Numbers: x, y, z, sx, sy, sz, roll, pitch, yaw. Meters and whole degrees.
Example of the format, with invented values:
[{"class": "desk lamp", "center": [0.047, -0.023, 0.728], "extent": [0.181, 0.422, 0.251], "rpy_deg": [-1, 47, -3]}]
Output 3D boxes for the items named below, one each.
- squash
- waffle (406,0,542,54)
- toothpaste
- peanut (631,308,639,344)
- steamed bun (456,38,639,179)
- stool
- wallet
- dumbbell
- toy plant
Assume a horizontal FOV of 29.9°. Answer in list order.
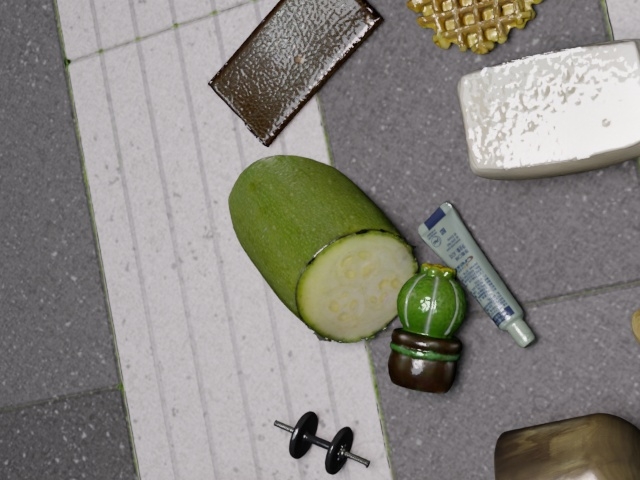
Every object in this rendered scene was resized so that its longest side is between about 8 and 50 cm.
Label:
[{"class": "squash", "center": [0.000, 0.000, 1.642], "extent": [0.189, 0.189, 0.260], "rpy_deg": [-58, 34, 13]}, {"class": "waffle", "center": [0.200, -0.329, 1.549], "extent": [0.191, 0.038, 0.191], "rpy_deg": [0, 89, 23]}, {"class": "toothpaste", "center": [0.205, 0.048, 1.542], "extent": [0.062, 0.037, 0.216], "rpy_deg": [-44, 69, 21]}, {"class": "peanut", "center": [0.477, 0.098, 1.388], "extent": [0.230, 0.098, 0.103], "rpy_deg": [9, 66, 27]}, {"class": "steamed bun", "center": [0.295, -0.153, 1.434], "extent": [0.242, 0.164, 0.146], "rpy_deg": [-9, 87, 22]}, {"class": "stool", "center": [0.354, 0.284, 1.393], "extent": [0.264, 0.179, 0.179], "rpy_deg": [-17, 82, 24]}, {"class": "wallet", "center": [-0.036, -0.260, 1.655], "extent": [0.133, 0.039, 0.243], "rpy_deg": [46, 106, 11]}, {"class": "dumbbell", "center": [0.001, 0.272, 1.610], "extent": [0.147, 0.069, 0.069], "rpy_deg": [20, 97, 23]}, {"class": "toy plant", "center": [0.139, 0.111, 1.541], "extent": [0.093, 0.093, 0.162], "rpy_deg": [9, 90, 24]}]
